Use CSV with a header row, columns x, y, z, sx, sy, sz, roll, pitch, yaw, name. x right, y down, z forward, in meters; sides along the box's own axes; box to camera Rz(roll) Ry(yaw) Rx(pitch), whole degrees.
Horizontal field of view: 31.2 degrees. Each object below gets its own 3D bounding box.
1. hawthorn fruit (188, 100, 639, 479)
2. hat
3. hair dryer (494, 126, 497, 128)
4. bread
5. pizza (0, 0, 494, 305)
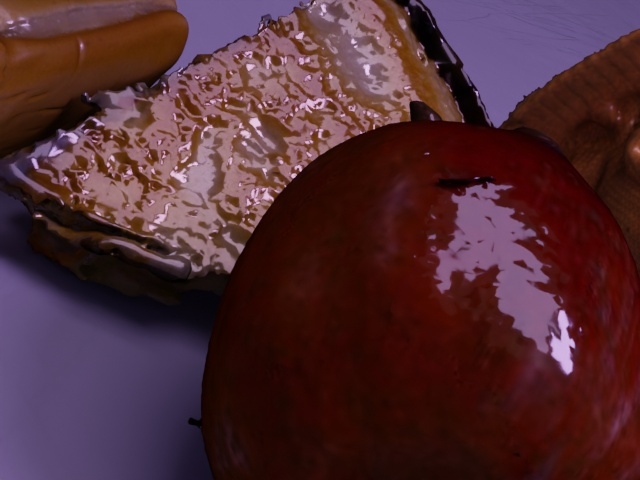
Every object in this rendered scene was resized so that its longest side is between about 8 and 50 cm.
x,y,z,sx,sy,sz,roll,pitch,yaw,name
0.043,0.032,0.464,0.185,0.185,0.202,16,65,-26,hawthorn fruit
0.251,0.008,0.733,0.244,0.233,0.233,3,46,-12,hat
-0.026,-0.087,0.767,0.229,0.092,0.267,-3,28,-39,hair dryer
-0.153,-0.087,0.580,0.077,0.116,0.200,54,33,4,bread
0.000,0.000,0.598,0.287,0.074,0.251,-30,80,-32,pizza
